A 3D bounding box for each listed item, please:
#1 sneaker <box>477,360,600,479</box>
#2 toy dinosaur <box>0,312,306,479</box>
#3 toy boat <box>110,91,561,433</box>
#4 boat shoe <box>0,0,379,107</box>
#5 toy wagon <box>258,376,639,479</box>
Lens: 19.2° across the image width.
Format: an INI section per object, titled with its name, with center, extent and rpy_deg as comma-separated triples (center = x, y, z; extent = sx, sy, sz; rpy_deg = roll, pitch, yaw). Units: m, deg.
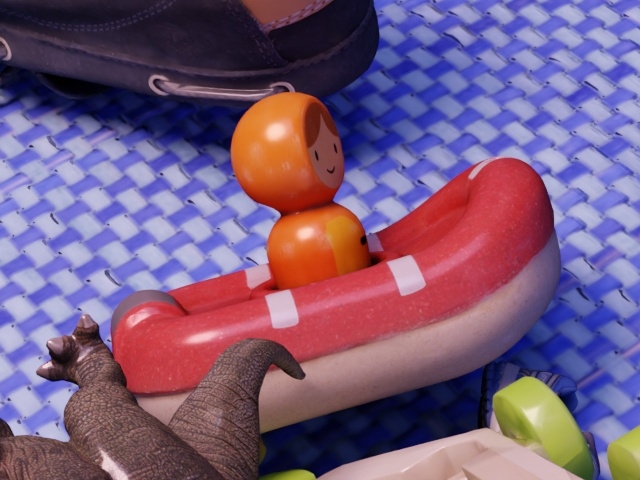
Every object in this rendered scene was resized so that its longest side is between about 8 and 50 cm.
[sneaker]
center = 0.107, 0.111, 0.904
extent = 0.058, 0.052, 0.135
rpy_deg = 1, 47, 1
[toy dinosaur]
center = -0.104, 0.107, 0.739
extent = 0.160, 0.121, 0.313
rpy_deg = 46, 23, 27
[toy boat]
center = 0.000, 0.000, 0.937
extent = 0.231, 0.151, 0.151
rpy_deg = -16, 8, -7
[boat shoe]
center = -0.164, -0.171, 1.165
extent = 0.500, 0.156, 0.187
rpy_deg = 11, 52, 40
[toy wagon]
center = 0.002, 0.151, 0.786
extent = 0.267, 0.068, 0.344
rpy_deg = -29, 12, -12
